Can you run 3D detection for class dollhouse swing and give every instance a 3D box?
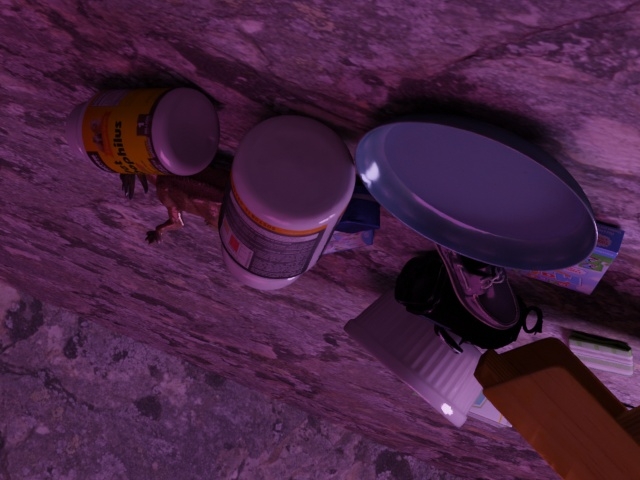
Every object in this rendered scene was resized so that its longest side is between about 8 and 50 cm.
[{"bbox_3d":[0.462,0.211,1.955,0.315,0.305,0.347,47,-170,5],"label":"dollhouse swing"}]

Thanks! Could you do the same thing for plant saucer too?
[{"bbox_3d":[0.195,-0.064,1.550,0.318,0.043,0.317,21,157,10],"label":"plant saucer"}]

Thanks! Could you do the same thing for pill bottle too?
[{"bbox_3d":[-0.247,-0.148,1.700,0.215,0.117,0.117,4,159,41],"label":"pill bottle"},{"bbox_3d":[-0.055,-0.041,1.700,0.162,0.162,0.278,20,155,-3],"label":"pill bottle"}]

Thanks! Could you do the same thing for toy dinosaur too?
[{"bbox_3d":[-0.184,-0.079,1.869,0.296,0.127,0.200,9,155,13],"label":"toy dinosaur"}]

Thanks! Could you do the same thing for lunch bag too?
[{"bbox_3d":[0.042,-0.049,1.805,0.067,0.065,0.098,10,169,-32],"label":"lunch bag"}]

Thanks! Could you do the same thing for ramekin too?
[{"bbox_3d":[0.180,0.195,2.201,0.273,0.127,0.273,41,179,1],"label":"ramekin"}]

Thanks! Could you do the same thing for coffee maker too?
[{"bbox_3d":[0.234,0.092,1.999,0.178,0.120,0.171,28,144,-34],"label":"coffee maker"}]

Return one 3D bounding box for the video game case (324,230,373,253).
[{"bbox_3d":[0.000,0.000,1.959,0.166,0.015,0.119,-12,162,-1],"label":"video game case"}]

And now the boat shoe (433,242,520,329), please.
[{"bbox_3d":[0.221,0.045,1.758,0.206,0.075,0.065,57,171,-14],"label":"boat shoe"}]

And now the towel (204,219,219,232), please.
[{"bbox_3d":[-0.119,-0.014,2.166,0.148,0.027,0.110,28,161,-26],"label":"towel"}]

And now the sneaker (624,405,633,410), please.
[{"bbox_3d":[0.593,0.386,2.586,0.282,0.102,0.161,30,167,0],"label":"sneaker"}]

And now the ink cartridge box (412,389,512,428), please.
[{"bbox_3d":[0.307,0.301,2.581,0.209,0.109,0.062,23,163,-12],"label":"ink cartridge box"}]

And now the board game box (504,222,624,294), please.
[{"bbox_3d":[0.319,0.011,1.735,0.160,0.039,0.211,17,165,7],"label":"board game box"}]

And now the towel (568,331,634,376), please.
[{"bbox_3d":[0.496,0.199,2.203,0.113,0.023,0.152,11,160,19],"label":"towel"}]
